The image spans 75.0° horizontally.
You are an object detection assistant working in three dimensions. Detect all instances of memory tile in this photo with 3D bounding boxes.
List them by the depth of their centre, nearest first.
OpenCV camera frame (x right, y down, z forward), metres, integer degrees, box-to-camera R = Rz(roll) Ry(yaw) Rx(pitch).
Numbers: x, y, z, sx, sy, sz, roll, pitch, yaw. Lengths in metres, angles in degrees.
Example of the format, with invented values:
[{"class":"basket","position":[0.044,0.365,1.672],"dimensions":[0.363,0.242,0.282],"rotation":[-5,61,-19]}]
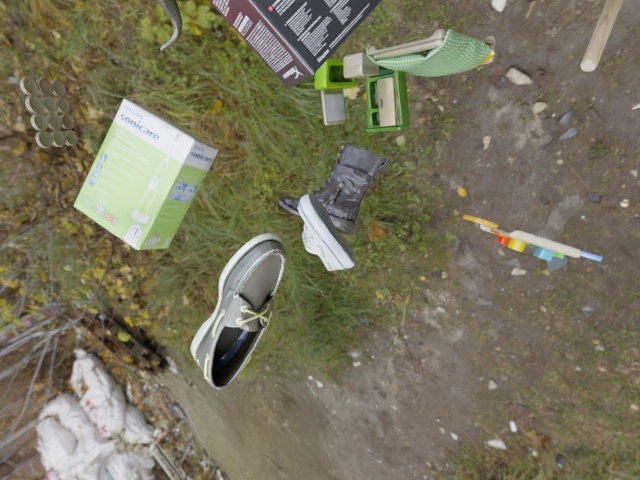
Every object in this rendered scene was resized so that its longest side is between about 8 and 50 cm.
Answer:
[{"class":"memory tile","position":[-0.600,-0.283,0.928],"dimensions":[0.012,0.113,0.148],"rotation":[-1,107,14]}]

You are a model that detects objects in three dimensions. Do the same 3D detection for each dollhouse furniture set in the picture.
[{"class":"dollhouse furniture set","position":[0.159,-0.288,0.804],"dimensions":[0.301,0.197,0.151],"rotation":[11,113,46]}]

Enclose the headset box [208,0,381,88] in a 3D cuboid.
[{"class":"headset box","position":[-0.056,-0.379,0.508],"dimensions":[0.293,0.218,0.110],"rotation":[43,172,-22]}]

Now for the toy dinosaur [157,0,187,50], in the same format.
[{"class":"toy dinosaur","position":[-0.231,-0.466,0.642],"dimensions":[0.121,0.160,0.313],"rotation":[30,106,-9]}]

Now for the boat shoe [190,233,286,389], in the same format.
[{"class":"boat shoe","position":[-0.133,0.129,0.726],"dimensions":[0.091,0.109,0.305],"rotation":[51,120,41]}]

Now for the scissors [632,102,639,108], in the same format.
[{"class":"scissors","position":[0.748,-0.302,0.748],"dimensions":[0.297,0.021,0.109],"rotation":[-33,54,26]}]

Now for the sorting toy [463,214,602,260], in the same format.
[{"class":"sorting toy","position":[0.521,0.006,1.066],"dimensions":[0.348,0.196,0.047],"rotation":[17,97,-4]}]

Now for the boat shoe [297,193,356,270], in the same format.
[{"class":"boat shoe","position":[0.000,0.000,0.862],"dimensions":[0.076,0.083,0.226],"rotation":[-24,133,13]}]

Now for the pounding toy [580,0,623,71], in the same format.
[{"class":"pounding toy","position":[0.236,-0.220,0.289],"dimensions":[0.094,0.206,0.181],"rotation":[7,111,43]}]

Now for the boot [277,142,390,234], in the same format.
[{"class":"boot","position":[0.032,-0.149,1.093],"dimensions":[0.263,0.229,0.091],"rotation":[19,175,28]}]

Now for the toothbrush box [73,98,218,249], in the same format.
[{"class":"toothbrush box","position":[-0.410,-0.149,0.987],"dimensions":[0.206,0.122,0.283],"rotation":[30,99,11]}]
